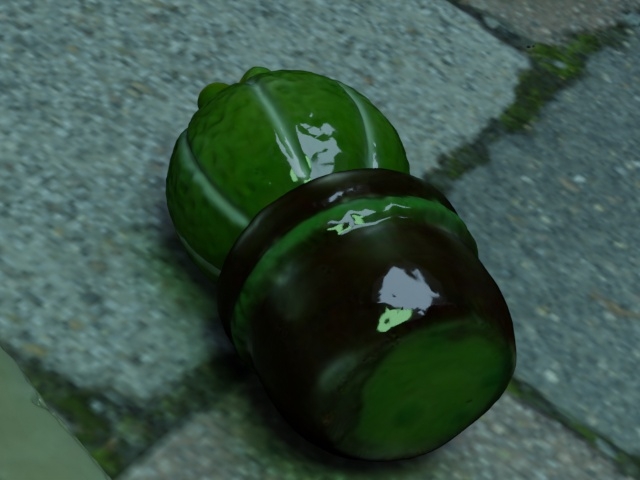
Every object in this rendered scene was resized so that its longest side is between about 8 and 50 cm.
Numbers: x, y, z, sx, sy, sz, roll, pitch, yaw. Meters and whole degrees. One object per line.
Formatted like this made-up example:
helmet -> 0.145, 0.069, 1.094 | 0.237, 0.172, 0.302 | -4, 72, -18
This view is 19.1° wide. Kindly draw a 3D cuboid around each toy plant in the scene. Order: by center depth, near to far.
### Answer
toy plant -> 0.000, 0.000, 0.679 | 0.092, 0.093, 0.162 | -1, 39, -32

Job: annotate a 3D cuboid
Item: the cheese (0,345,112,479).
cheese -> -0.016, 0.163, 0.500 | 0.085, 0.034, 0.400 | -14, 50, -42
